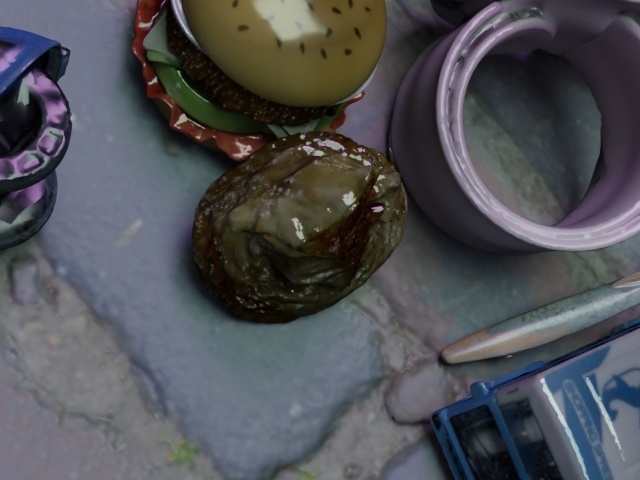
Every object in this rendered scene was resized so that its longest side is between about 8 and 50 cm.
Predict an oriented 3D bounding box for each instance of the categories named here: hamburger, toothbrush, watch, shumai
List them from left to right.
[{"bbox_3d":[-0.035,-0.143,0.756,0.175,0.137,0.175,7,70,-21],"label":"hamburger"},{"bbox_3d":[-0.011,0.000,0.728,0.139,0.105,0.123,-14,113,5],"label":"shumai"},{"bbox_3d":[0.178,-0.095,0.836,0.248,0.211,0.218,8,86,-15],"label":"watch"},{"bbox_3d":[0.259,0.026,0.844,0.375,0.028,0.037,-19,119,-11],"label":"toothbrush"}]

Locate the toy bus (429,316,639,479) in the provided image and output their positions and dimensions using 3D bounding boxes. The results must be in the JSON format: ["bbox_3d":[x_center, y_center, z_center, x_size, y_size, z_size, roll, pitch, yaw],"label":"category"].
[{"bbox_3d":[0.231,0.103,0.801,0.297,0.131,0.106,-18,80,-31],"label":"toy bus"}]

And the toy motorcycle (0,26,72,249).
[{"bbox_3d":[-0.282,-0.027,0.607,0.212,0.125,0.359,36,58,-1],"label":"toy motorcycle"}]
